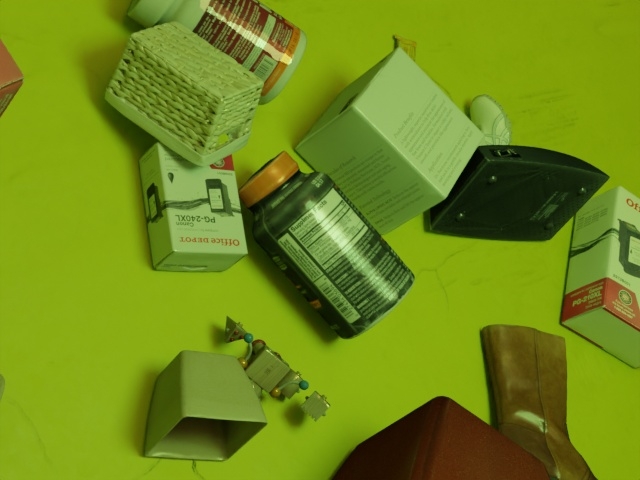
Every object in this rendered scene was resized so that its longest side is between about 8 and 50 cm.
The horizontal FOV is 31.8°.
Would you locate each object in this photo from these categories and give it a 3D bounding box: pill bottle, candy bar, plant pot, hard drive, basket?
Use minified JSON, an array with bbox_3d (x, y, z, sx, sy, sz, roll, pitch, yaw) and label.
[{"bbox_3d":[0.000,0.000,1.470,0.245,0.130,0.130,49,51,-6],"label":"pill bottle"},{"bbox_3d":[0.128,-0.253,1.747,0.040,0.018,0.161,19,60,-23],"label":"candy bar"},{"bbox_3d":[-0.140,0.189,1.310,0.109,0.109,0.096,10,52,-32],"label":"plant pot"},{"bbox_3d":[0.140,0.350,1.341,0.267,0.267,0.235,36,42,-16],"label":"plant pot"},{"bbox_3d":[-0.139,-0.286,1.510,0.221,0.121,0.121,31,55,-20],"label":"pill bottle"},{"bbox_3d":[0.294,-0.071,1.688,0.255,0.172,0.054,4,48,-35],"label":"hard drive"},{"bbox_3d":[-0.167,-0.188,1.410,0.167,0.103,0.113,36,34,13],"label":"basket"}]

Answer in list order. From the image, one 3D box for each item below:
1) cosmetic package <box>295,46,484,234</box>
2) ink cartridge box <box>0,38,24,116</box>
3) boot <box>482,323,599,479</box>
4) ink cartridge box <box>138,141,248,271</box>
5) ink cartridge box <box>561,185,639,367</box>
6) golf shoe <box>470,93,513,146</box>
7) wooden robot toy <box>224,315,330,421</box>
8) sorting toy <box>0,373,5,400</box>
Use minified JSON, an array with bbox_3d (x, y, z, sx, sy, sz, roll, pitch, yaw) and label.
[{"bbox_3d":[0.098,-0.139,1.587,0.184,0.151,0.151,45,51,-10],"label":"cosmetic package"},{"bbox_3d":[-0.474,-0.116,1.143,0.283,0.207,0.117,-32,88,-40],"label":"ink cartridge box"},{"bbox_3d":[0.351,0.274,1.640,0.264,0.096,0.280,14,54,-21],"label":"boot"},{"bbox_3d":[-0.161,-0.041,1.420,0.109,0.063,0.150,2,68,-34],"label":"ink cartridge box"},{"bbox_3d":[0.493,0.057,1.806,0.172,0.100,0.237,30,55,-21],"label":"ink cartridge box"},{"bbox_3d":[0.257,-0.149,1.761,0.086,0.069,0.176,-5,70,-29],"label":"golf shoe"},{"bbox_3d":[-0.074,0.175,1.397,0.173,0.076,0.079,42,87,-12],"label":"wooden robot toy"},{"bbox_3d":[-0.449,0.158,1.150,0.229,0.041,0.307,21,58,-20],"label":"sorting toy"}]
